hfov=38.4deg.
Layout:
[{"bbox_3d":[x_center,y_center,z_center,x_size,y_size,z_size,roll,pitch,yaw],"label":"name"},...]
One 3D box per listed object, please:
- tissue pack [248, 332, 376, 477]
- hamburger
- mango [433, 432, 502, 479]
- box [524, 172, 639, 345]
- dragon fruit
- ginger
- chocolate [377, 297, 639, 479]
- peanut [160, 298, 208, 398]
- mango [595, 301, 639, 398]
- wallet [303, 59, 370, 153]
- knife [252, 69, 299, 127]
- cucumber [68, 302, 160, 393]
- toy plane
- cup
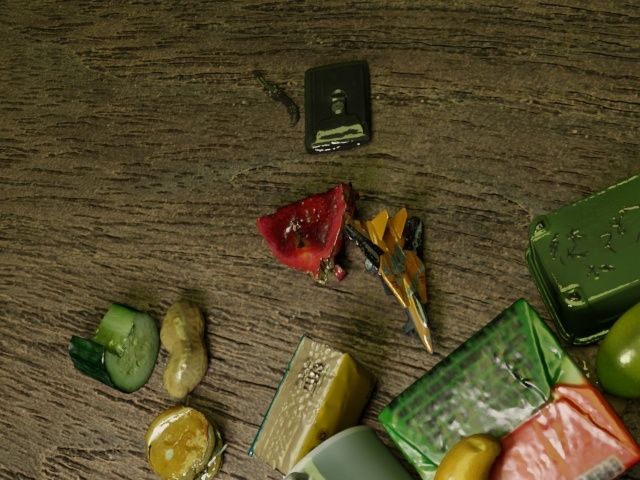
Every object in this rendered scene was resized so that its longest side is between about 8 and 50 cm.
[{"bbox_3d":[-0.008,0.349,1.836,0.134,0.192,0.271,18,77,31],"label":"tissue pack"},{"bbox_3d":[-0.282,0.445,1.969,0.185,0.113,0.177,-5,60,13],"label":"hamburger"},{"bbox_3d":[0.242,0.415,1.566,0.098,0.075,0.190,21,89,15],"label":"mango"},{"bbox_3d":[0.562,0.025,1.739,0.328,0.178,0.253,-27,61,11],"label":"box"},{"bbox_3d":[0.000,0.000,2.037,0.262,0.134,0.212,-16,74,39],"label":"dragon fruit"},{"bbox_3d":[0.461,0.295,1.733,0.258,0.065,0.149,-24,63,10],"label":"ginger"},{"bbox_3d":[0.344,0.346,1.657,0.360,0.161,0.341,-42,63,16],"label":"chocolate"},{"bbox_3d":[-0.307,0.242,2.073,0.103,0.098,0.230,-45,44,51],"label":"peanut"},{"bbox_3d":[0.622,0.179,1.632,0.272,0.186,0.149,-15,21,0],"label":"mango"},{"bbox_3d":[0.037,-0.327,2.205,0.168,0.052,0.245,-9,62,16],"label":"wallet"},{"bbox_3d":[-0.109,-0.367,2.299,0.045,0.021,0.222,-39,59,6],"label":"knife"},{"bbox_3d":[-0.459,0.248,2.098,0.130,0.191,0.191,20,77,28],"label":"cucumber"},{"bbox_3d":[0.171,0.091,1.927,0.103,0.204,0.316,-33,68,55],"label":"toy plane"},{"bbox_3d":[0.064,0.512,1.638,0.259,0.356,0.274,-48,60,4],"label":"cup"}]
